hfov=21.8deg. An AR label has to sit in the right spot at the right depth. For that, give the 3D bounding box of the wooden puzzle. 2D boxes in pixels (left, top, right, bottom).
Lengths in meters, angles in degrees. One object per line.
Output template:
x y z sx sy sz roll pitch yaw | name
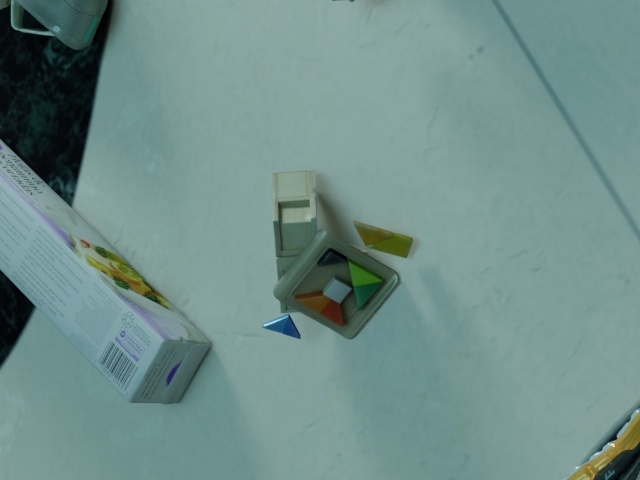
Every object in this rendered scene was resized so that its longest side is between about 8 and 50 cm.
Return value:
0.012 0.033 1.232 0.116 0.079 0.014 -58 16 23 | wooden puzzle

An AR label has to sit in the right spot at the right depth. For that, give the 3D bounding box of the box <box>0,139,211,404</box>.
-0.220 0.016 1.397 0.324 0.063 0.067 40 107 31 | box

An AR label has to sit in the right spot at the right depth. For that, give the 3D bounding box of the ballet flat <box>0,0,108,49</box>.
-0.270 -0.224 1.451 0.213 0.072 0.068 31 112 34 | ballet flat

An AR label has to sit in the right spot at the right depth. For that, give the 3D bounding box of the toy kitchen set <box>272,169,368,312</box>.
0.000 0.000 1.266 0.068 0.075 0.083 -4 122 0 | toy kitchen set

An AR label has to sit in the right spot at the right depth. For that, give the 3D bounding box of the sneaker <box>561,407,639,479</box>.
0.228 0.145 1.059 0.083 0.084 0.215 53 124 23 | sneaker
